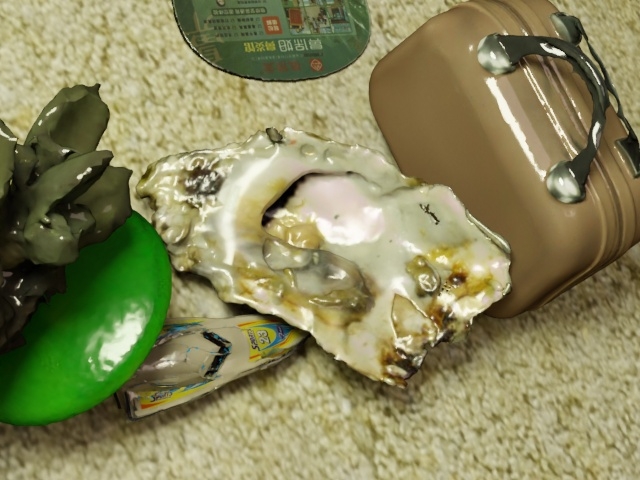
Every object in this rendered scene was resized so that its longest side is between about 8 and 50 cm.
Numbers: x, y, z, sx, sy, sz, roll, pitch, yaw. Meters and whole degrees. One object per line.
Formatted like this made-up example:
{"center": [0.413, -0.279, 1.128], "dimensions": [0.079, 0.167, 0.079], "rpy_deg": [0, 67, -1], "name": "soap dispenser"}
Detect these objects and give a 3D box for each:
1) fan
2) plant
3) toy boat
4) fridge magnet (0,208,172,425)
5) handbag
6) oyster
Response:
{"center": [-0.039, -0.293, 1.211], "dimensions": [0.223, 0.012, 0.294], "rpy_deg": [20, 65, -14], "name": "fan"}
{"center": [-0.278, 0.006, 0.782], "dimensions": [0.312, 0.215, 0.213], "rpy_deg": [-12, 102, 9], "name": "plant"}
{"center": [-0.099, 0.101, 1.006], "dimensions": [0.210, 0.066, 0.084], "rpy_deg": [-13, 77, -26], "name": "toy boat"}
{"center": [-0.217, 0.057, 0.927], "dimensions": [0.208, 0.088, 0.208], "rpy_deg": [-10, 58, 16], "name": "fridge magnet"}
{"center": [0.196, -0.097, 1.076], "dimensions": [0.149, 0.283, 0.302], "rpy_deg": [-20, 79, -25], "name": "handbag"}
{"center": [0.001, -0.002, 1.055], "dimensions": [0.354, 0.107, 0.201], "rpy_deg": [28, 78, 2], "name": "oyster"}
